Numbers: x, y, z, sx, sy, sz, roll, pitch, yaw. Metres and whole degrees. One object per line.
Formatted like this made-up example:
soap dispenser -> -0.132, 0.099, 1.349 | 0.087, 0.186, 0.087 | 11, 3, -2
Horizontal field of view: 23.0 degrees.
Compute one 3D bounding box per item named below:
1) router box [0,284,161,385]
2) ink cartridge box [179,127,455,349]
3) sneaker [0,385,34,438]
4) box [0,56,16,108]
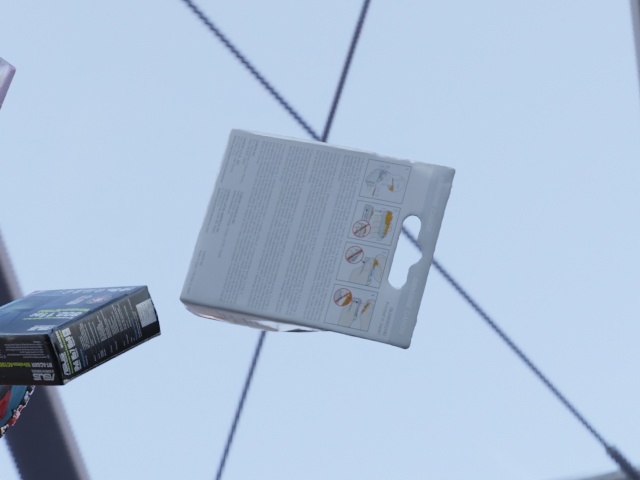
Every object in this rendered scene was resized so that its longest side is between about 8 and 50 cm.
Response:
router box -> -0.182, 0.063, 1.051 | 0.122, 0.092, 0.038 | -5, -74, 41
ink cartridge box -> 0.000, 0.000, 1.167 | 0.179, 0.145, 0.045 | 12, -16, 14
sneaker -> -0.368, 0.156, 1.533 | 0.125, 0.104, 0.262 | 36, -75, -19
box -> -0.372, -0.036, 1.451 | 0.063, 0.324, 0.067 | -3, -29, 41
